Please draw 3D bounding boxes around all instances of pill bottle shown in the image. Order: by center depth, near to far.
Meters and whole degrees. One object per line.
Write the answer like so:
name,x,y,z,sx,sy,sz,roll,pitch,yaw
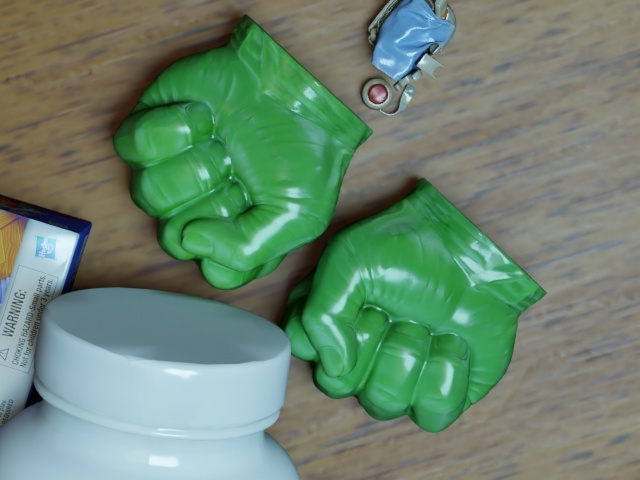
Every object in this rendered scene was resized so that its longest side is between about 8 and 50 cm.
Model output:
pill bottle,-0.111,0.206,1.043,0.187,0.188,0.334,9,104,-2

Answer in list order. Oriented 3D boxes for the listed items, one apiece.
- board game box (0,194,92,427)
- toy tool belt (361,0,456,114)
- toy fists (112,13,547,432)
board game box,-0.305,0.120,1.105,0.233,0.078,0.347,18,95,-3
toy tool belt,0.052,-0.117,1.103,0.052,0.051,0.083,32,94,-4
toy fists,0.000,0.000,1.092,0.279,0.096,0.142,42,94,-6
